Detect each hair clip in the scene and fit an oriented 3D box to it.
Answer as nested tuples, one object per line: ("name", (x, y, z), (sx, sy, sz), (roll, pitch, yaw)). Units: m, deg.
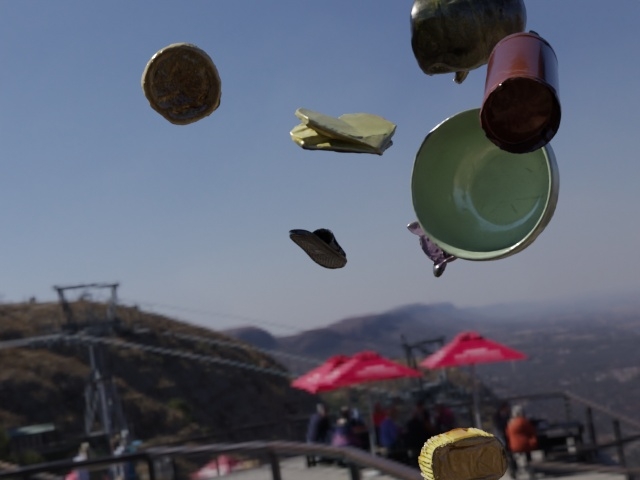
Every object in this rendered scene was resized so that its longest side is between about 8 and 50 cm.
("hair clip", (0.291, -0.025, 2.292), (0.146, 0.187, 0.056), (-33, -11, 15))

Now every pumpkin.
("pumpkin", (0.355, -0.480, 2.200), (0.232, 0.242, 0.325), (3, 30, 27))

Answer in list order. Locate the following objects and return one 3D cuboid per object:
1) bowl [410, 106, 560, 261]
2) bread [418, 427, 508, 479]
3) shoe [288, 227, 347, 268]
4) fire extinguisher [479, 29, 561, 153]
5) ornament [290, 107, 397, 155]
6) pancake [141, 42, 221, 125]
("bowl", (0.351, -0.108, 1.951), (0.307, 0.307, 0.163), (-11, -10, 35))
("bread", (0.329, 0.511, 2.245), (0.190, 0.132, 0.114), (-7, 3, -17))
("shoe", (0.000, 0.000, 1.614), (0.062, 0.053, 0.159), (-3, -22, 28))
("fire extinguisher", (0.280, -0.214, 1.388), (0.106, 0.147, 0.337), (29, 28, -2))
("ornament", (0.062, -0.188, 1.735), (0.201, 0.059, 0.180), (-4, 26, -33))
("pancake", (-0.233, -0.261, 1.615), (0.139, 0.140, 0.022), (-8, 18, -1))
